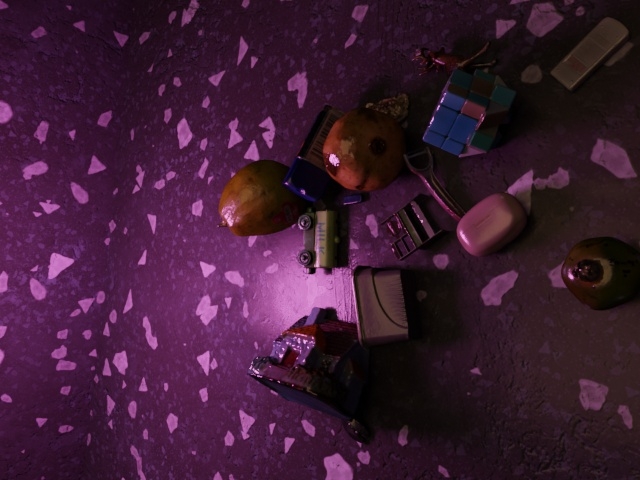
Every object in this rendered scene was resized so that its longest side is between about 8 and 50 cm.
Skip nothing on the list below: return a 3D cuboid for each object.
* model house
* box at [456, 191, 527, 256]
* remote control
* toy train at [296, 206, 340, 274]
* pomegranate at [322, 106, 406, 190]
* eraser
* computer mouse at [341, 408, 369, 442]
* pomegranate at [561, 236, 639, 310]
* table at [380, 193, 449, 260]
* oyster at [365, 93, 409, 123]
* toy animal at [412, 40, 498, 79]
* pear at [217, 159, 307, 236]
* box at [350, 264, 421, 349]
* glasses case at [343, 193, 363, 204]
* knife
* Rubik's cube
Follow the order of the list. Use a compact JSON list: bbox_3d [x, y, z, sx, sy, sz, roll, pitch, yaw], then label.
[{"bbox_3d":[0.003,0.387,1.692,0.360,0.297,0.339,2,56,42],"label":"model house"},{"bbox_3d":[0.486,-0.044,1.412,0.200,0.088,0.146,-43,58,27],"label":"box"},{"bbox_3d":[0.712,-0.493,1.308,0.190,0.029,0.087,-48,57,26],"label":"remote control"},{"bbox_3d":[0.000,0.000,1.832,0.157,0.105,0.253,-2,83,27],"label":"toy train"},{"bbox_3d":[0.141,-0.297,1.621,0.281,0.281,0.281,-6,81,40],"label":"pomegranate"},{"bbox_3d":[0.003,-0.307,1.764,0.332,0.155,0.101,-63,12,-7],"label":"eraser"},{"bbox_3d":[0.111,0.627,1.687,0.079,0.047,0.135,-54,57,24],"label":"computer mouse"},{"bbox_3d":[0.657,0.077,1.169,0.180,0.210,0.180,-3,85,44],"label":"pomegranate"},{"bbox_3d":[0.299,-0.039,1.591,0.175,0.062,0.146,-40,61,30],"label":"table"},{"bbox_3d":[0.229,-0.444,1.709,0.166,0.053,0.108,-11,88,33],"label":"oyster"},{"bbox_3d":[0.412,-0.520,1.536,0.260,0.087,0.243,-8,78,37],"label":"toy animal"},{"bbox_3d":[-0.233,-0.149,1.886,0.375,0.287,0.287,-32,59,-5],"label":"pear"},{"bbox_3d":[0.215,0.206,1.600,0.178,0.138,0.274,-13,79,33],"label":"box"},{"bbox_3d":[0.120,-0.147,1.785,0.083,0.023,0.033,-6,76,39],"label":"glasses case"},{"bbox_3d":[0.373,-0.169,1.546,0.278,0.123,0.053,59,154,16],"label":"knife"},{"bbox_3d":[0.428,-0.344,1.410,0.213,0.224,0.265,23,141,3],"label":"Rubik's cube"}]
